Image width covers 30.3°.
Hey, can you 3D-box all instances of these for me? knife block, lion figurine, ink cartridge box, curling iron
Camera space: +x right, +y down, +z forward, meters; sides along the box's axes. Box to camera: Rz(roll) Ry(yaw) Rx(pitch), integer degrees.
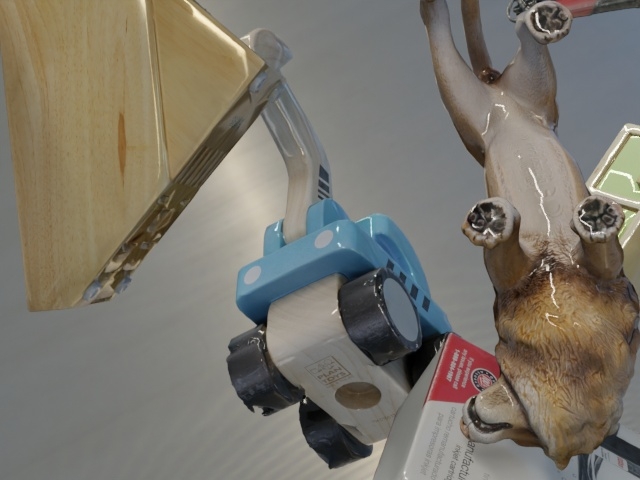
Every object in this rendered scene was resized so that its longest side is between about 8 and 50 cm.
[{"bbox_3d":[-0.156,-0.127,0.735,0.275,0.242,0.088,-51,-6,5],"label":"knife block"},{"bbox_3d":[0.159,-0.037,0.908,0.142,0.240,0.392,-7,62,13],"label":"lion figurine"},{"bbox_3d":[0.185,0.230,0.985,0.114,0.273,0.197,-61,0,35],"label":"ink cartridge box"},{"bbox_3d":[0.300,-0.237,1.060,0.274,0.035,0.068,-10,56,1],"label":"curling iron"}]

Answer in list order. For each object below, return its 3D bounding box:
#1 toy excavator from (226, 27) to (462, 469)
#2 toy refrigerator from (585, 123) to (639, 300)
[{"bbox_3d":[0.000,0.000,1.513,0.222,0.433,0.445,-28,39,24],"label":"toy excavator"},{"bbox_3d":[0.346,-0.004,1.402,0.102,0.094,0.269,24,73,48],"label":"toy refrigerator"}]
